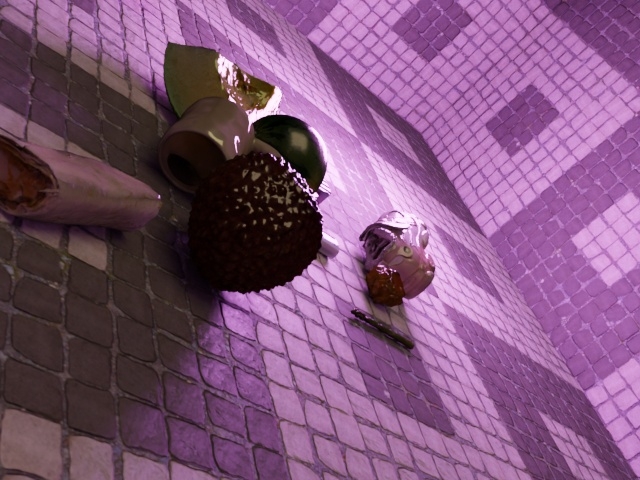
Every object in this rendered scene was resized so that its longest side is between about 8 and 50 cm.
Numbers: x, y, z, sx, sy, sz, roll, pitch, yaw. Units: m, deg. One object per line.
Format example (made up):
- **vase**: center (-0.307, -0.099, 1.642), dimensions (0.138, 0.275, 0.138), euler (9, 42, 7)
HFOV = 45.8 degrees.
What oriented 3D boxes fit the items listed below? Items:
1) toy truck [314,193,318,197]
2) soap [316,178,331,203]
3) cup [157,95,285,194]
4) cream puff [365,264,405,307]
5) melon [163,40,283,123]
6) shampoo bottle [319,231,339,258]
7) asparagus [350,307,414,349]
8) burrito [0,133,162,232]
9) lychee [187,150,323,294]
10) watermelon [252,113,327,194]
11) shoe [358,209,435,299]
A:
- **toy truck**: center (-0.058, -0.115, 2.067), dimensions (0.065, 0.079, 0.147), euler (49, 17, 7)
- **soap**: center (-0.037, -0.168, 2.243), dimensions (0.149, 0.056, 0.100), euler (31, 23, -40)
- **cup**: center (-0.208, -0.213, 1.675), dimensions (0.202, 0.255, 0.173), euler (-67, 156, -56)
- **cream puff**: center (0.174, 0.127, 2.073), dimensions (0.116, 0.094, 0.122), euler (-28, 99, -67)
- **melon**: center (-0.233, -0.361, 1.991), dimensions (0.331, 0.226, 0.343), euler (57, 10, 19)
- **shampoo bottle**: center (0.000, 0.000, 2.015), dimensions (0.099, 0.043, 0.072), euler (33, 24, -35)
- **asparagus**: center (0.158, 0.225, 1.940), dimensions (0.248, 0.025, 0.024), euler (34, 38, -35)
- **burrito**: center (-0.411, -0.085, 1.243), dimensions (0.143, 0.105, 0.299), euler (47, 18, 29)
- **lychee**: center (-0.131, -0.032, 1.477), dimensions (0.276, 0.276, 0.304), euler (44, 45, -8)
- **watermelon**: center (-0.103, -0.195, 1.881), dimensions (0.242, 0.242, 0.242), euler (40, 21, -19)
- **shoe**: center (0.215, 0.003, 2.270), dimensions (0.198, 0.172, 0.351), euler (32, 22, -29)
